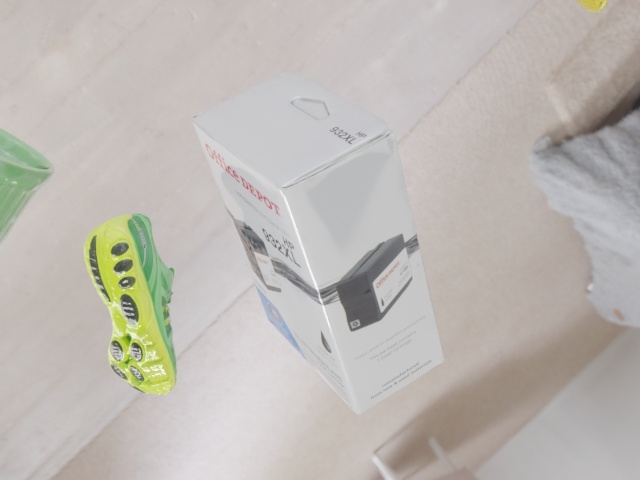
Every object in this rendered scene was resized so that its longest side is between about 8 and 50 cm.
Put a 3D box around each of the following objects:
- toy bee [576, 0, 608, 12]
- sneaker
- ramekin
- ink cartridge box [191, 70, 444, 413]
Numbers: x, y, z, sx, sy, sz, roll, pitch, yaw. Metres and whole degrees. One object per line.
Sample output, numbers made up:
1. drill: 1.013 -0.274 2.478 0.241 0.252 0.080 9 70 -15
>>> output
1. toy bee: 0.136 -0.198 0.323 0.298 0.162 0.195 -21 129 32
2. sneaker: -0.246 0.096 1.133 0.123 0.110 0.295 -49 141 -53
3. ramekin: -0.551 -0.109 1.116 0.303 0.303 0.148 25 96 -55
4. ink cartridge box: 0.000 0.000 0.863 0.129 0.223 0.307 -29 127 -16
